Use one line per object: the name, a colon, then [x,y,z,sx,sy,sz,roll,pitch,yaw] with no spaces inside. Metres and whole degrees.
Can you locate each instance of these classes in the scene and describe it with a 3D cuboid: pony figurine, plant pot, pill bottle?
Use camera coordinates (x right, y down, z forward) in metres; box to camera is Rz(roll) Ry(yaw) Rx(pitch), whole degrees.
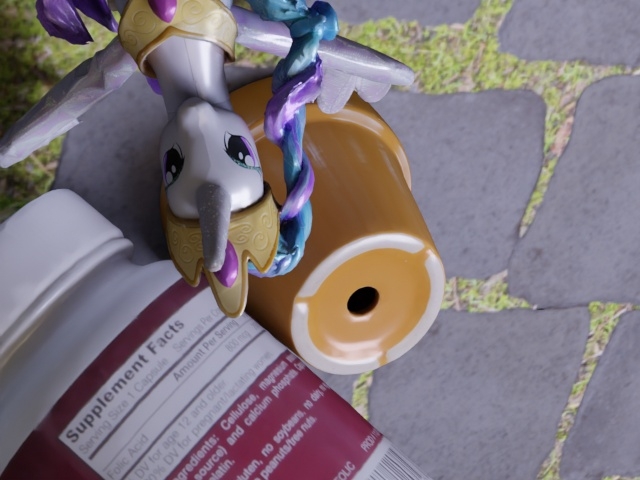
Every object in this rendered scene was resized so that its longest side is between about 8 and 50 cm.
pony figurine: [-0.094,-0.152,0.896,0.303,0.351,0.363,-13,99,-1]
plant pot: [0.000,0.000,1.120,0.205,0.188,0.205,-13,126,-19]
pill bottle: [-0.102,0.159,1.032,0.224,0.392,0.224,-48,175,-6]
